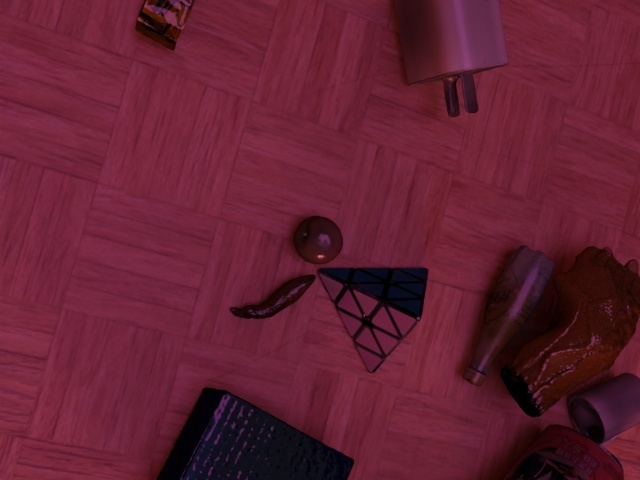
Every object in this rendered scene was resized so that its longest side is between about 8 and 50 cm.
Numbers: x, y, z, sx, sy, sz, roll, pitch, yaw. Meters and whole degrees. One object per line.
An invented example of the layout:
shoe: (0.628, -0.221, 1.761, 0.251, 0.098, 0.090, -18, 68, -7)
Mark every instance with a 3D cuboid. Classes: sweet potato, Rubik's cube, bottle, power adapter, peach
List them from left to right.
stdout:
sweet potato: (-0.073, 0.099, 1.363, 0.153, 0.038, 0.041, -26, 77, -10)
peach: (-0.002, 0.000, 1.364, 0.083, 0.083, 0.083, -1, 93, -21)
Rubik's cube: (0.124, 0.143, 1.370, 0.211, 0.178, 0.191, -4, 97, -20)
power adapter: (0.219, -0.336, 1.376, 0.124, 0.187, 0.255, -14, 97, -19)
bottle: (0.334, 0.140, 1.501, 0.083, 0.083, 0.270, 31, 85, -20)

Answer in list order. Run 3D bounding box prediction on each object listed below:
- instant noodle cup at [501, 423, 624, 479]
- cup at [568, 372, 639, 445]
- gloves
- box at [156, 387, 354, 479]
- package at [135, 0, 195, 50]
instant noodle cup: (0.415, 0.479, 1.483, 0.244, 0.244, 0.255, 49, 68, -16)
cup: (0.557, 0.332, 1.600, 0.133, 0.136, 0.099, -20, 66, -20)
gloves: (0.472, 0.169, 1.497, 0.356, 0.155, 0.203, -51, 148, -14)
box: (-0.125, 0.415, 1.297, 0.261, 0.116, 0.279, 34, 69, -20)
package: (-0.235, -0.363, 1.273, 0.071, 0.047, 0.131, 23, 86, -23)
